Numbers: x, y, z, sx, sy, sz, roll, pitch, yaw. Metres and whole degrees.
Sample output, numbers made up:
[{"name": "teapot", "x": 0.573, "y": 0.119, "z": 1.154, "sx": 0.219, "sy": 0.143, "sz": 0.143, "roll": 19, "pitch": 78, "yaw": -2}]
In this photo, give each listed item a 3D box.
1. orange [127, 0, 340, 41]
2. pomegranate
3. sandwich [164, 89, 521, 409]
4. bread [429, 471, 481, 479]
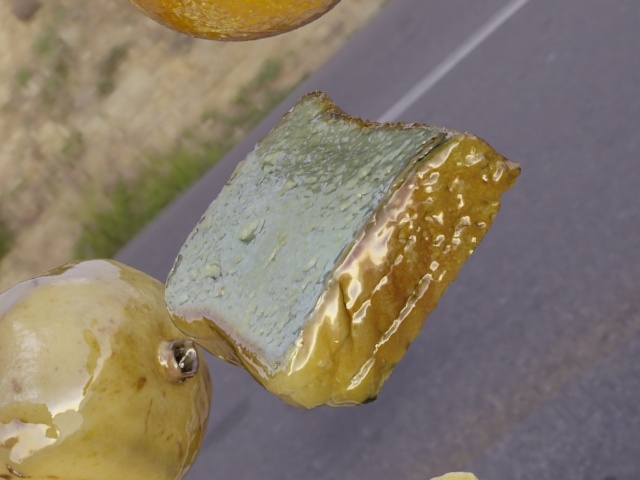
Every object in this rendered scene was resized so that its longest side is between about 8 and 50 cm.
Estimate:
[{"name": "orange", "x": -0.077, "y": -0.300, "z": 1.257, "sx": 0.274, "sy": 0.274, "sz": 0.274, "roll": -41, "pitch": 14, "yaw": 12}, {"name": "pomegranate", "x": -0.285, "y": 0.190, "z": 1.843, "sx": 0.332, "sy": 0.332, "sz": 0.332, "roll": -41, "pitch": 14, "yaw": 12}, {"name": "sandwich", "x": -0.001, "y": 0.000, "z": 1.096, "sx": 0.226, "sy": 0.087, "sz": 0.251, "roll": -57, "pitch": 28, "yaw": -6}, {"name": "bread", "x": 0.206, "y": 0.455, "z": 2.354, "sx": 0.197, "sy": 0.197, "sz": 0.170, "roll": -45, "pitch": -2, "yaw": -4}]
